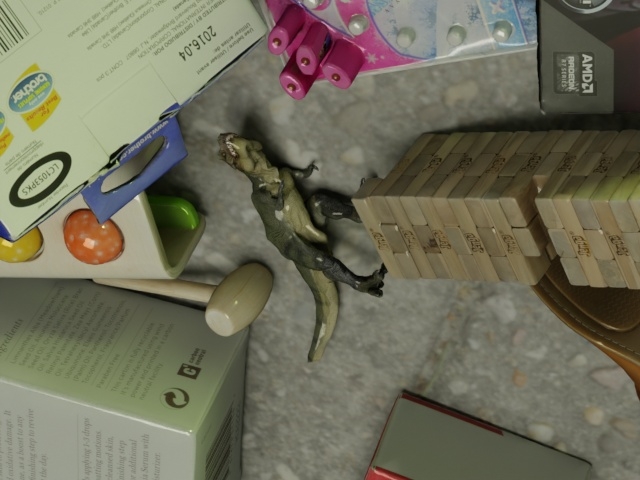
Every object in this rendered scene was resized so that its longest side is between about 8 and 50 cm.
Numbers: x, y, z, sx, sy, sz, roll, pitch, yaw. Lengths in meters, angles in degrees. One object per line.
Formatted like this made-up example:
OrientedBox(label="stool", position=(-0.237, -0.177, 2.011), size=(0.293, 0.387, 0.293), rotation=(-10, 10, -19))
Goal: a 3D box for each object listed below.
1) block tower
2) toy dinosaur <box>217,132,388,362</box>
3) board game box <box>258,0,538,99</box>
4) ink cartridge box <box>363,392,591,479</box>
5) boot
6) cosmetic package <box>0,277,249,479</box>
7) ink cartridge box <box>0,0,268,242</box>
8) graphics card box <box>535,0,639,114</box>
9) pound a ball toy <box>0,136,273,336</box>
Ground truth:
OrientedBox(label="block tower", position=(0.188, -0.025, 1.459), size=(0.335, 0.097, 0.091), rotation=(1, 129, 42))
OrientedBox(label="toy dinosaur", position=(0.000, 0.000, 1.636), size=(0.118, 0.064, 0.268), rotation=(-1, 128, 30))
OrientedBox(label="board game box", position=(0.082, -0.296, 1.375), size=(0.390, 0.050, 0.390), rotation=(-7, 124, 25))
OrientedBox(label="ink cartridge box", position=(0.119, 0.303, 1.785), size=(0.197, 0.114, 0.273), rotation=(21, 130, 4))
OrientedBox(label="boot", position=(0.287, 0.099, 1.580), size=(0.283, 0.109, 0.220), rotation=(30, 162, 23))
OrientedBox(label="cosmetic package", position=(-0.308, 0.152, 1.803), size=(0.453, 0.161, 0.230), rotation=(15, 131, 10))
OrientedBox(label="ink cartridge box", position=(-0.231, -0.187, 1.426), size=(0.395, 0.270, 0.151), rotation=(56, 163, -21))
OrientedBox(label="graphics card box", position=(0.331, -0.206, 1.274), size=(0.370, 0.094, 0.233), rotation=(1, 125, 8))
OrientedBox(label="pound a ball toy", position=(-0.225, 0.002, 1.672), size=(0.319, 0.136, 0.208), rotation=(1, 126, 21))
